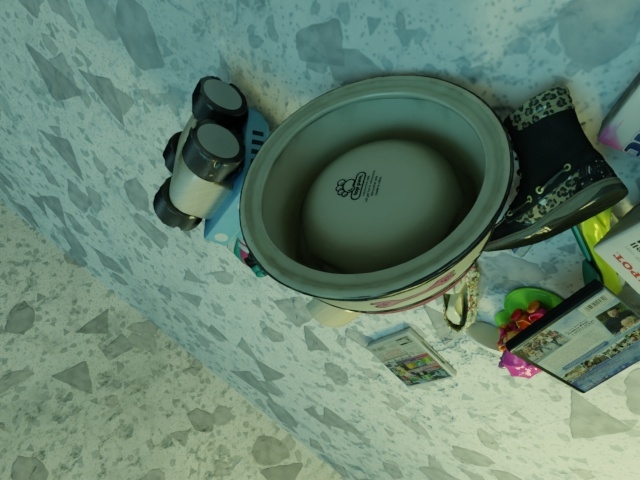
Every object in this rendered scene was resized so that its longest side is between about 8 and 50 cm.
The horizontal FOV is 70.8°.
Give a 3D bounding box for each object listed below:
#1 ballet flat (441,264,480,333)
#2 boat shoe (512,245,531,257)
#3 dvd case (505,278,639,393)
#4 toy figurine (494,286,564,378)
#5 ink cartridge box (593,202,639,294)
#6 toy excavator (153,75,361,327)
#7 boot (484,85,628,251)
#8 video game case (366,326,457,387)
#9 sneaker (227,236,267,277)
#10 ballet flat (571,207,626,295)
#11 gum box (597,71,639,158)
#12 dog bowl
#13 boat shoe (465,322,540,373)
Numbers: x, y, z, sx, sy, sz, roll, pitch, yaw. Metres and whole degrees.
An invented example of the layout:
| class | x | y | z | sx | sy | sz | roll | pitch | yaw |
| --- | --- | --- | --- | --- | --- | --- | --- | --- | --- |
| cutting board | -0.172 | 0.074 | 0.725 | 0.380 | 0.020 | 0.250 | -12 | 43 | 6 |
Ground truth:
| class | x | y | z | sx | sy | sz | roll | pitch | yaw |
| --- | --- | --- | --- | --- | --- | --- | --- | --- | --- |
| ballet flat | 0.289 | 0.105 | 0.955 | 0.091 | 0.077 | 0.241 | 6 | 131 | 38 |
| boat shoe | 0.354 | -0.047 | 0.755 | 0.066 | 0.066 | 0.183 | 35 | 140 | 19 |
| dvd case | 0.464 | 0.177 | 0.779 | 0.253 | 0.022 | 0.180 | 30 | 118 | -28 |
| toy figurine | 0.395 | 0.201 | 0.893 | 0.130 | 0.159 | 0.173 | 40 | 144 | 0 |
| ink cartridge box | 0.512 | 0.006 | 0.532 | 0.201 | 0.117 | 0.278 | 50 | 164 | 13 |
| toy excavator | -0.097 | -0.066 | 0.940 | 0.445 | 0.433 | 0.222 | 19 | 137 | -28 |
| boot | 0.315 | -0.093 | 0.681 | 0.236 | 0.085 | 0.179 | 135 | 125 | -59 |
| video game case | 0.250 | 0.334 | 1.266 | 0.183 | 0.023 | 0.201 | 44 | 142 | -5 |
| sneaker | -0.151 | 0.003 | 1.184 | 0.178 | 0.124 | 0.295 | 40 | 151 | 8 |
| ballet flat | 0.466 | 0.026 | 0.735 | 0.077 | 0.077 | 0.231 | -21 | 115 | 18 |
| gum box | 0.442 | -0.178 | 0.547 | 0.107 | 0.062 | 0.188 | 30 | 142 | 13 |
| dog bowl | 0.086 | -0.065 | 0.715 | 0.407 | 0.408 | 0.150 | 15 | 157 | 29 |
| boat shoe | 0.413 | 0.245 | 1.010 | 0.184 | 0.066 | 0.063 | 18 | 138 | 12 |
